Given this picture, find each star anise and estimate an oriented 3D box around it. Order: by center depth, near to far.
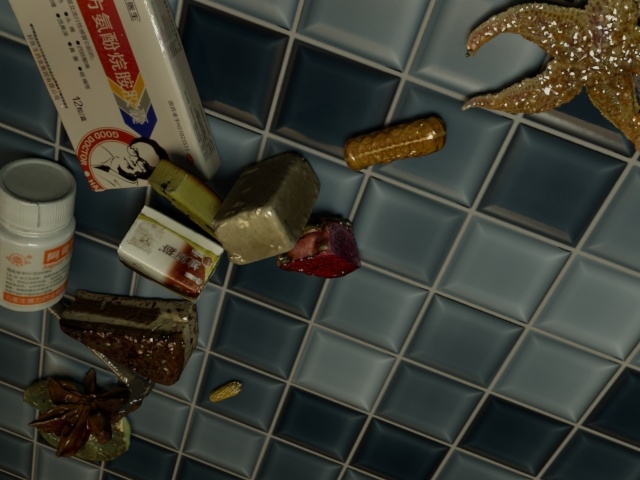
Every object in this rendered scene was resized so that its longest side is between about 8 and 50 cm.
[{"bbox_3d":[-0.457,0.343,1.541,0.212,0.196,0.111,7,111,-12],"label":"star anise"}]

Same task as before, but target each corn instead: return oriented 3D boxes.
[{"bbox_3d":[-0.183,0.295,1.531,0.083,0.028,0.027,-29,91,32],"label":"corn"}]

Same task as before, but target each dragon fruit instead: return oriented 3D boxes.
[{"bbox_3d":[0.000,0.000,1.229,0.102,0.096,0.147,-12,163,28],"label":"dragon fruit"}]

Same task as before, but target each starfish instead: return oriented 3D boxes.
[{"bbox_3d":[0.346,-0.219,0.990,0.302,0.060,0.299,32,125,-7],"label":"starfish"}]

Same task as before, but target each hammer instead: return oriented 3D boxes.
[{"bbox_3d":[-0.437,0.194,1.504,0.297,0.125,0.027,44,151,-4],"label":"hammer"}]

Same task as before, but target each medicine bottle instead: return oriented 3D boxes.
[{"bbox_3d":[-0.495,-0.007,1.343,0.144,0.144,0.252,20,128,2],"label":"medicine bottle"}]

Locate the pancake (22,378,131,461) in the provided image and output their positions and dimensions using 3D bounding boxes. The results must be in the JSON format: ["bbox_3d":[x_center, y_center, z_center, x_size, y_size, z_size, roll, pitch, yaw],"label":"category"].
[{"bbox_3d":[-0.522,0.389,1.697,0.253,0.037,0.253,8,127,11],"label":"pancake"}]

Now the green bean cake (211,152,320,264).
[{"bbox_3d":[-0.077,-0.051,1.160,0.109,0.179,0.085,-16,119,26],"label":"green bean cake"}]

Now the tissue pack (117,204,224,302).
[{"bbox_3d":[-0.248,0.026,1.300,0.148,0.099,0.106,29,160,-4],"label":"tissue pack"}]

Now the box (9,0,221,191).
[{"bbox_3d":[-0.301,-0.243,1.168,0.214,0.069,0.353,-3,125,19],"label":"box"}]

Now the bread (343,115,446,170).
[{"bbox_3d":[0.106,-0.138,1.128,0.157,0.044,0.052,-12,123,24],"label":"bread"}]

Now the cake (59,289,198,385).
[{"bbox_3d":[-0.348,0.182,1.451,0.246,0.112,0.135,4,128,14],"label":"cake"}]

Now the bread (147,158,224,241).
[{"bbox_3d":[-0.165,-0.039,1.209,0.088,0.049,0.226,24,165,45],"label":"bread"}]
